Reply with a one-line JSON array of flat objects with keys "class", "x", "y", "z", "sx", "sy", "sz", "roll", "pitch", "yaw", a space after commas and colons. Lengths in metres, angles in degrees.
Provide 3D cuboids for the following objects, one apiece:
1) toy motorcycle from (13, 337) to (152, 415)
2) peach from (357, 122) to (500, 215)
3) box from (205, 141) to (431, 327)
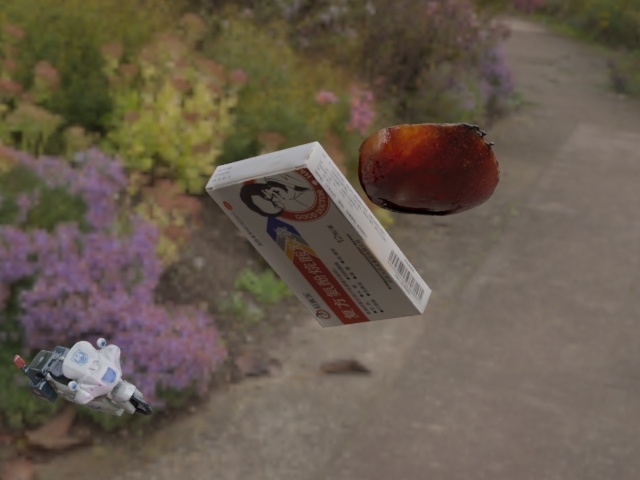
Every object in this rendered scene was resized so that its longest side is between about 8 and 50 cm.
[{"class": "toy motorcycle", "x": -0.352, "y": 0.203, "z": 1.927, "sx": 0.221, "sy": 0.150, "sz": 0.102, "roll": 5, "pitch": 55, "yaw": 42}, {"class": "peach", "x": 0.144, "y": -0.082, "z": 1.744, "sx": 0.189, "sy": 0.068, "sz": 0.279, "roll": 20, "pitch": -21, "yaw": -9}, {"class": "box", "x": 0.000, "y": 0.000, "z": 2.105, "sx": 0.214, "sy": 0.353, "sz": 0.069, "roll": -11, "pitch": 39, "yaw": 38}]
